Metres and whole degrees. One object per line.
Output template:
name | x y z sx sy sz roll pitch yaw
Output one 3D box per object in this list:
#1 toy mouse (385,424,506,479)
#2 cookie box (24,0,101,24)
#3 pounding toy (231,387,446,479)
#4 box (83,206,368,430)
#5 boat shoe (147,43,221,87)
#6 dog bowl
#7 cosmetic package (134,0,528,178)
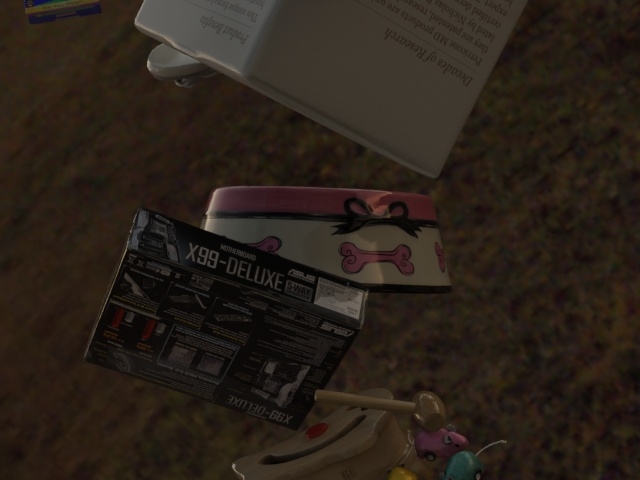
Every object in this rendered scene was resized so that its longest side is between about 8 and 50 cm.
toy mouse | 0.135 0.241 1.560 0.143 0.031 0.161 -23 27 8
cookie box | -0.319 -0.325 1.714 0.092 0.107 0.040 -10 -11 -4
pounding toy | 0.016 0.220 1.646 0.269 0.155 0.154 -24 14 9
box | -0.124 0.108 1.793 0.242 0.307 0.076 118 167 -45
boat shoe | -0.175 -0.242 1.931 0.184 0.066 0.063 -39 -27 -54
dog bowl | 0.000 0.000 2.144 0.408 0.408 0.150 1 89 56
cosmetic package | 0.036 -0.348 1.761 0.329 0.327 0.394 33 98 54
